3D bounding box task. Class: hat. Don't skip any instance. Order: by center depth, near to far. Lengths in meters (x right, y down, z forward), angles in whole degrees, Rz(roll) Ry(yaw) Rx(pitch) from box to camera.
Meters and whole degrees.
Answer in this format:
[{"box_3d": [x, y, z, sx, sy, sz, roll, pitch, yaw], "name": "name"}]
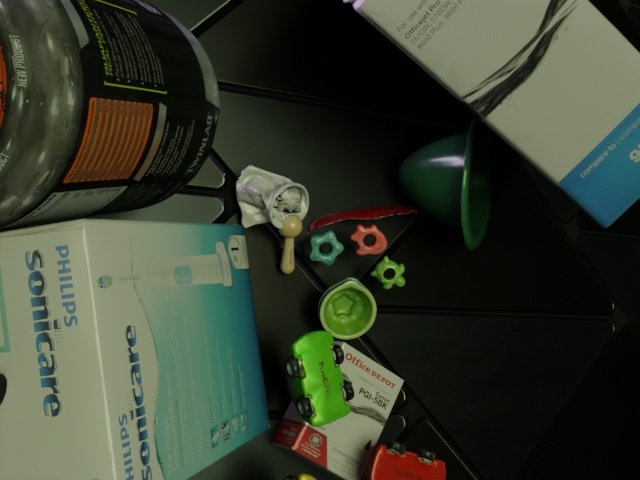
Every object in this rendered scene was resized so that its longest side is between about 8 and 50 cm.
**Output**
[{"box_3d": [0.112, -0.078, 1.040, 0.208, 0.183, 0.173, 15, 80, -69], "name": "hat"}]

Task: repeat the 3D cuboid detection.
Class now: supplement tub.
[{"box_3d": [-0.234, -0.116, 0.655, 0.338, 0.207, 0.207, -19, 95, -73], "name": "supplement tub"}]

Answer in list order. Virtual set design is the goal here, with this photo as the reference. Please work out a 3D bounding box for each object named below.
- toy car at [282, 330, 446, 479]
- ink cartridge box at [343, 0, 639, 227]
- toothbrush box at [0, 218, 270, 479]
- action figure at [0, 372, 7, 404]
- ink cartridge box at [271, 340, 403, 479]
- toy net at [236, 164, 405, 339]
[{"box_3d": [0.009, 0.205, 0.868, 0.239, 0.053, 0.225, -15, 92, -28], "name": "toy car"}, {"box_3d": [0.214, -0.237, 0.947, 0.395, 0.285, 0.166, 36, 110, -21], "name": "ink cartridge box"}, {"box_3d": [-0.163, 0.096, 0.715, 0.295, 0.126, 0.216, -4, 86, -74], "name": "toothbrush box"}, {"box_3d": [-0.356, 0.042, 0.567, 0.099, 0.285, 0.185, -39, 143, -52], "name": "action figure"}, {"box_3d": [0.022, 0.196, 0.938, 0.099, 0.056, 0.135, 34, 70, -21], "name": "ink cartridge box"}, {"box_3d": [0.000, 0.000, 0.930, 0.122, 0.045, 0.232, -39, 108, 2], "name": "toy net"}]
